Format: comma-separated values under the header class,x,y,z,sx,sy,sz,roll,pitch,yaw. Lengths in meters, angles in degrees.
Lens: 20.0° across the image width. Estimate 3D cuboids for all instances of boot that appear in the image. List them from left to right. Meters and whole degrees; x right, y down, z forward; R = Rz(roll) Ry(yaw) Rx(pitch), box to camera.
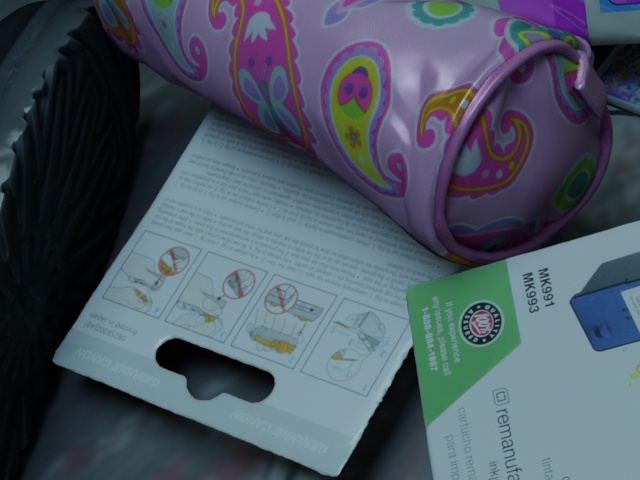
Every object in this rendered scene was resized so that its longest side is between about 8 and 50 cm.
class,x,y,z,sx,sy,sz,roll,pitch,yaw
boot,-0.355,-0.005,0.960,0.445,0.146,0.367,9,59,16

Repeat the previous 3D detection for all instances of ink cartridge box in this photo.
class,x,y,z,sx,sy,sz,roll,pitch,yaw
ink cartridge box,0.000,0.000,0.923,0.189,0.066,0.232,18,72,34
ink cartridge box,0.155,0.072,0.764,0.212,0.093,0.154,-15,49,11

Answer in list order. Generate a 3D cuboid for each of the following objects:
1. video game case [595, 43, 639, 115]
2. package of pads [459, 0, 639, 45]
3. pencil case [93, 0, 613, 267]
class,x,y,z,sx,sy,sz,roll,pitch,yaw
video game case,0.207,-0.087,0.917,0.122,0.011,0.087,26,69,37
package of pads,0.192,-0.214,0.854,0.296,0.229,0.101,-2,27,15
pencil case,0.006,-0.094,0.871,0.124,0.124,0.284,-44,48,-12
